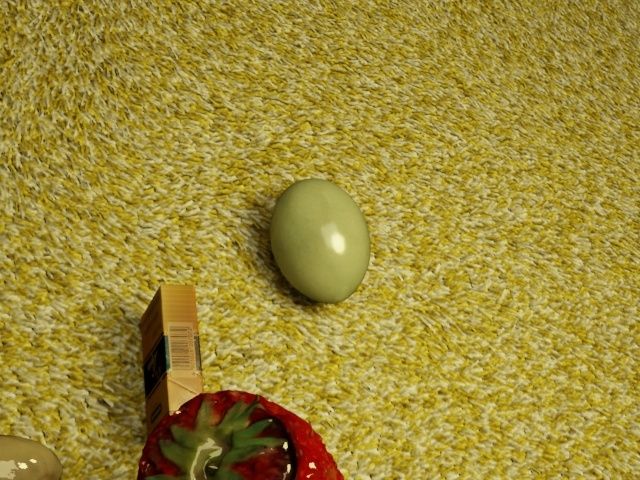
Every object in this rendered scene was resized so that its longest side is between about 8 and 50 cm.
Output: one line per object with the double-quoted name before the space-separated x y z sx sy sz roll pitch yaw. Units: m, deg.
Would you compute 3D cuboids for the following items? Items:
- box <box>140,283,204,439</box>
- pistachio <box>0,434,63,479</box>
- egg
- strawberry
"box" -0.251 0.211 1.701 0.070 0.152 0.237 5 62 -22
"pistachio" -0.507 0.356 1.533 0.223 0.126 0.152 2 29 -17
"egg" 0.000 0.000 1.902 0.186 0.186 0.253 -5 63 -25
"strawberry" -0.103 0.371 1.429 0.292 0.310 0.292 -13 38 10
